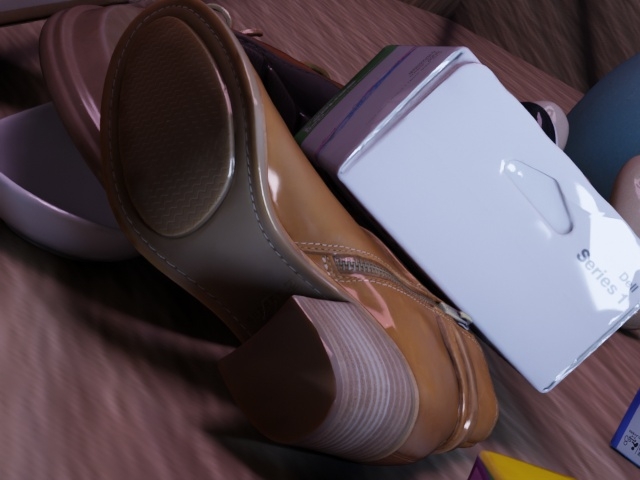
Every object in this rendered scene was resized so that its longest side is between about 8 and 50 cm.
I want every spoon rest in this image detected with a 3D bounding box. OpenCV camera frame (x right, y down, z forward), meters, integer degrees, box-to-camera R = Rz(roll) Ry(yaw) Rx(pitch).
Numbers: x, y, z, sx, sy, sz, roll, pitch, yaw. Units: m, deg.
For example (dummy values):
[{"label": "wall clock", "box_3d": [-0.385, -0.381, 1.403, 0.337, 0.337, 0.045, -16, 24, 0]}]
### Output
[{"label": "spoon rest", "box_3d": [-0.151, -0.054, 1.045, 0.137, 0.084, 0.276, 24, 13, -7]}]

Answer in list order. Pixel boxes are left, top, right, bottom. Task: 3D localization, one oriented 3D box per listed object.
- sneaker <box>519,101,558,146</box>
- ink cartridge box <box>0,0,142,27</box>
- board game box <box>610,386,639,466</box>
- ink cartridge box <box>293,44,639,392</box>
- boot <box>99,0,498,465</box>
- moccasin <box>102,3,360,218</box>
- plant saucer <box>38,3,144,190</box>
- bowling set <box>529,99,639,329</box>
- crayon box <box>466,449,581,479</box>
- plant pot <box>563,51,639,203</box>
[{"label": "sneaker", "box_3d": [0.146, -0.069, 1.319, 0.079, 0.121, 0.217, 19, 53, 19]}, {"label": "ink cartridge box", "box_3d": [-0.259, -0.232, 1.284, 0.235, 0.088, 0.193, -10, 19, -6]}, {"label": "board game box", "box_3d": [0.404, 0.184, 1.146, 0.347, 0.078, 0.233, 11, 20, -46]}, {"label": "ink cartridge box", "box_3d": [0.098, -0.027, 1.099, 0.201, 0.117, 0.278, 46, 0, -10]}, {"label": "boot", "box_3d": [0.000, 0.000, 0.910, 0.220, 0.109, 0.283, 15, 40, -59]}, {"label": "moccasin", "box_3d": [-0.062, -0.112, 1.310, 0.380, 0.139, 0.147, 8, 16, -45]}, {"label": "plant saucer", "box_3d": [-0.072, -0.053, 1.040, 0.278, 0.041, 0.278, 45, 19, -20]}, {"label": "bowling set", "box_3d": [0.267, 0.019, 1.476, 0.287, 0.154, 0.200, 24, -30, 7]}, {"label": "crayon box", "box_3d": [0.222, 0.239, 0.557, 0.313, 0.106, 0.363, 19, 14, -19]}, {"label": "plant pot", "box_3d": [0.385, -0.090, 1.824, 0.195, 0.290, 0.290, -9, 1, 21]}]
